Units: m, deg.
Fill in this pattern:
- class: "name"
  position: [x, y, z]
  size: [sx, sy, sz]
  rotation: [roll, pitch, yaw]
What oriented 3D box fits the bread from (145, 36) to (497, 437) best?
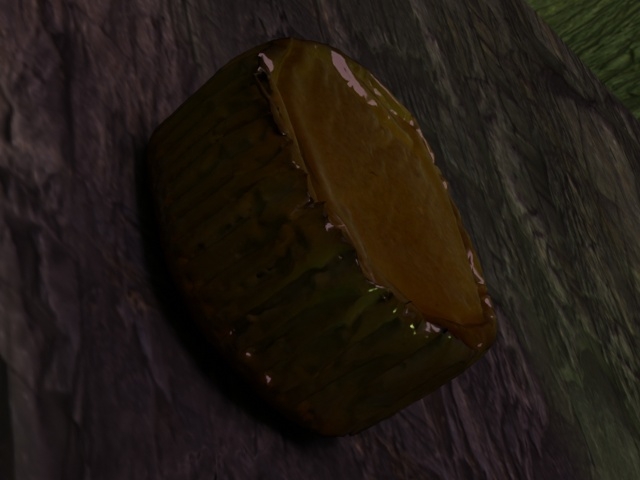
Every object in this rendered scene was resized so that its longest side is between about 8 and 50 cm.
- class: "bread"
  position: [0.000, 0.000, 1.133]
  size: [0.227, 0.142, 0.253]
  rotation: [34, 32, -47]
